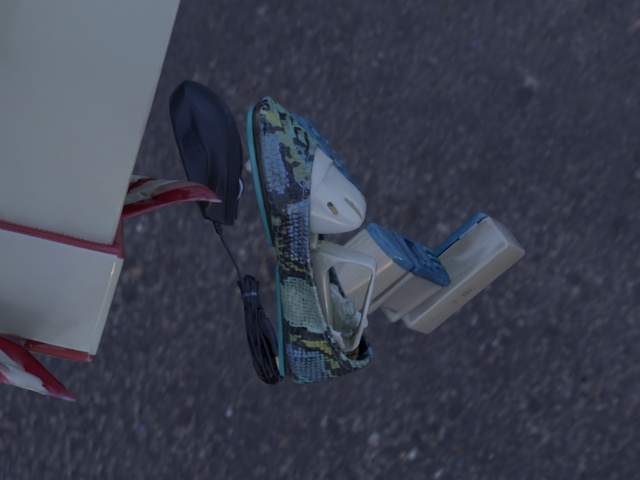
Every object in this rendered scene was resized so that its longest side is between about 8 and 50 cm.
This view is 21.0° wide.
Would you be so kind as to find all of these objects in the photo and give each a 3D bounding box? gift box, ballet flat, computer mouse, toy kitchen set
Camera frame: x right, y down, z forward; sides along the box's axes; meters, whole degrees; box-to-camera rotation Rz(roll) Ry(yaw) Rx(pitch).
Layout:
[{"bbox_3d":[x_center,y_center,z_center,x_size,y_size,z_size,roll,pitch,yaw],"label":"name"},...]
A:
[{"bbox_3d":[-0.151,-0.096,0.658,0.276,0.258,0.255,16,21,-8],"label":"gift box"},{"bbox_3d":[0.000,0.000,1.003,0.070,0.188,0.070,-5,34,4],"label":"ballet flat"},{"bbox_3d":[-0.059,-0.006,1.282,0.041,0.071,0.242,-15,110,5],"label":"computer mouse"},{"bbox_3d":[0.059,-0.029,1.526,0.122,0.207,0.166,-40,67,13],"label":"toy kitchen set"}]
